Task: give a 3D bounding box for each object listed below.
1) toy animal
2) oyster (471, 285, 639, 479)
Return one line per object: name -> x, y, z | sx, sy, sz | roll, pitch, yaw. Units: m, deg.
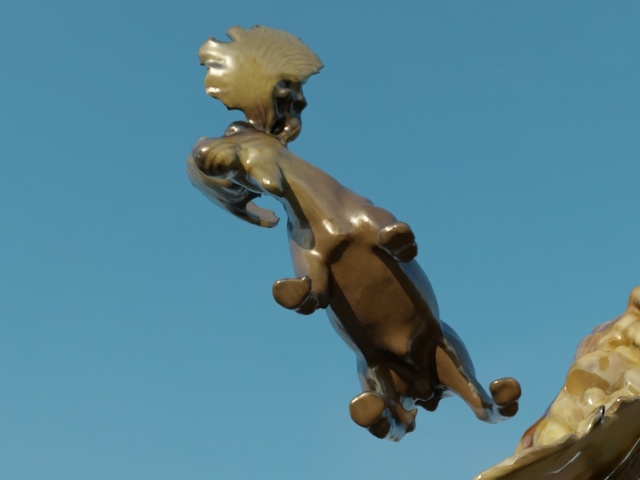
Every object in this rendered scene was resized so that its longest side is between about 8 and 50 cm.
toy animal -> 0.000, 0.000, 0.539 | 0.093, 0.186, 0.214 | -31, -72, 4
oyster -> 0.117, 0.086, 0.431 | 0.107, 0.354, 0.201 | 29, -40, 41
